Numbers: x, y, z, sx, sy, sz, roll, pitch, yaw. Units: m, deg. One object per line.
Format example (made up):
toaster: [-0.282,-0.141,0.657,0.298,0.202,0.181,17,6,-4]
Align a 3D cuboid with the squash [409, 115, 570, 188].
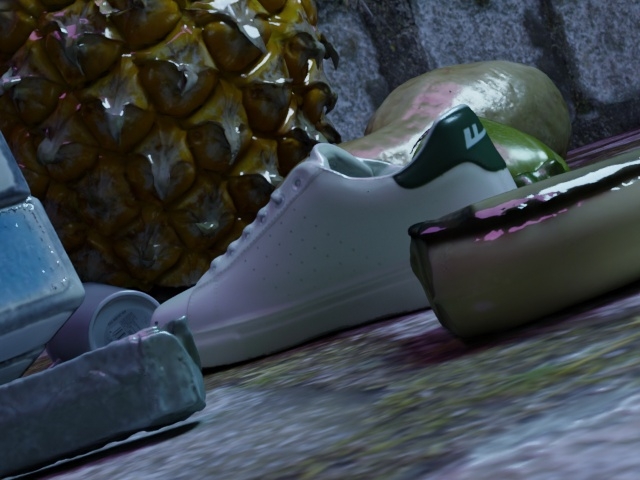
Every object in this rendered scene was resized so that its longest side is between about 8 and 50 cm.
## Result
squash: [0.131,-0.030,0.854,0.105,0.105,0.132,-20,14,-30]

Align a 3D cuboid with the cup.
cup: [-0.167,0.078,0.988,0.104,0.074,0.116,-45,16,-19]

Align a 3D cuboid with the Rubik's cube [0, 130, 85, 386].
Rubik's cube: [-0.322,0.009,0.730,0.256,0.253,0.259,-20,-12,-36]

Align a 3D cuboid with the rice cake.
rice cake: [-0.166,0.094,0.613,0.245,0.045,0.042,-20,-9,10]

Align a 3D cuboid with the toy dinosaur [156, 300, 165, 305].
toy dinosaur: [-0.130,0.048,1.269,0.291,0.079,0.120,-16,-4,-4]

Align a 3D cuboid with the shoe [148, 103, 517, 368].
shoe: [0.000,0.000,0.796,0.264,0.110,0.095,-15,4,26]

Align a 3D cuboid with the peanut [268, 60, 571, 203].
peanut: [0.074,-0.048,0.988,0.253,0.122,0.137,-35,47,-26]

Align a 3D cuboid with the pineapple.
pineapple: [-0.153,-0.127,1.142,0.352,0.300,0.352,-6,17,2]

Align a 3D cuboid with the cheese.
cheese: [0.162,-0.021,0.588,0.251,0.054,0.127,-18,1,0]
